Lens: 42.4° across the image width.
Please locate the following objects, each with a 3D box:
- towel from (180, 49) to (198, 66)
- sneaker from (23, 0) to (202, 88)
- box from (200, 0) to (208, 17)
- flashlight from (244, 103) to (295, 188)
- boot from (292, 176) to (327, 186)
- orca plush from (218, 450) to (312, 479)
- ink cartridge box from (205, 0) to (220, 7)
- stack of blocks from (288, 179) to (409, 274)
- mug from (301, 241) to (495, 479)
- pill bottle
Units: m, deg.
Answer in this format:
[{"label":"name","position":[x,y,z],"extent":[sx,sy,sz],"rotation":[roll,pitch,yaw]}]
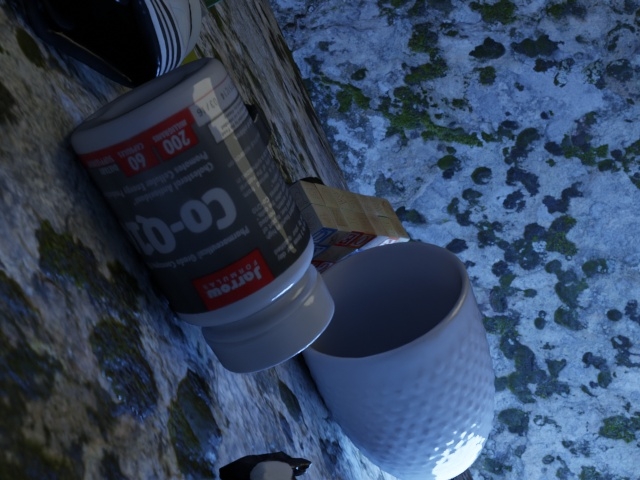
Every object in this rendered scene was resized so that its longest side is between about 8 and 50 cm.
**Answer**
[{"label":"towel","position":[-0.233,-0.310,1.328],"extent":[0.102,0.021,0.237],"rotation":[-97,163,-47]},{"label":"sneaker","position":[-0.250,-0.363,0.837],"extent":[0.257,0.169,0.448],"rotation":[-101,167,-65]},{"label":"box","position":[-0.258,-0.425,1.176],"extent":[0.094,0.113,0.275],"rotation":[49,20,-65]},{"label":"flashlight","position":[-0.083,-0.110,1.377],"extent":[0.304,0.103,0.103],"rotation":[63,41,-53]},{"label":"boot","position":[0.048,0.035,1.704],"extent":[0.260,0.131,0.348],"rotation":[62,17,23]},{"label":"orca plush","position":[-0.068,0.266,0.633],"extent":[0.151,0.102,0.287],"rotation":[16,13,-14]},{"label":"ink cartridge box","position":[-0.242,-0.518,1.530],"extent":[0.062,0.109,0.209],"rotation":[-9,75,-81]},{"label":"stack of blocks","position":[0.000,0.000,1.349],"extent":[0.297,0.171,0.087],"rotation":[7,51,-59]},{"label":"mug","position":[0.111,0.200,1.340],"extent":[0.374,0.276,0.328],"rotation":[26,-35,52]},{"label":"pill bottle","position":[-0.105,-0.019,0.814],"extent":[0.161,0.161,0.283],"rotation":[-94,158,-67]}]
